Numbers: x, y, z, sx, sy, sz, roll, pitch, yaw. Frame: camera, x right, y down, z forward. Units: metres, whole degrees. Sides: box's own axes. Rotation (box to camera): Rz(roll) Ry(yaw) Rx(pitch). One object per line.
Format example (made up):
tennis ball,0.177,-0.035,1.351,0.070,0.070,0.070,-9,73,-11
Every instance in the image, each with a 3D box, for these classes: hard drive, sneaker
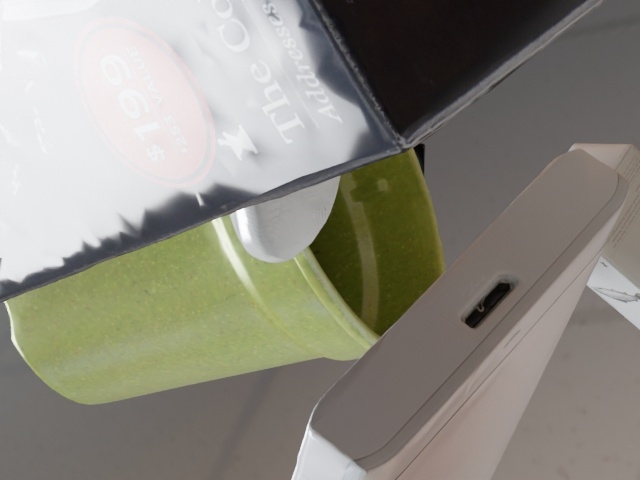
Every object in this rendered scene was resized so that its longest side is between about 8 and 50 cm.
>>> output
hard drive,0.046,0.134,0.897,0.047,0.353,0.233,35,-127,16
sneaker,-0.048,-0.093,0.955,0.094,0.212,0.080,-3,-177,42

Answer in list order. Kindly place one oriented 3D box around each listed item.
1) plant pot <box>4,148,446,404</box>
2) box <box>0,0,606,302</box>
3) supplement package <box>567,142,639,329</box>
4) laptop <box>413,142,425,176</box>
plant pot,-0.085,-0.007,1.151,0.254,0.276,0.276,-21,-146,23
box,-0.096,-0.179,0.640,0.179,0.343,0.312,-38,-168,-36
supplement package,0.301,0.001,1.557,0.105,0.179,0.105,-56,-159,-11
laptop,0.000,0.000,1.506,0.234,0.264,0.136,9,-102,18
